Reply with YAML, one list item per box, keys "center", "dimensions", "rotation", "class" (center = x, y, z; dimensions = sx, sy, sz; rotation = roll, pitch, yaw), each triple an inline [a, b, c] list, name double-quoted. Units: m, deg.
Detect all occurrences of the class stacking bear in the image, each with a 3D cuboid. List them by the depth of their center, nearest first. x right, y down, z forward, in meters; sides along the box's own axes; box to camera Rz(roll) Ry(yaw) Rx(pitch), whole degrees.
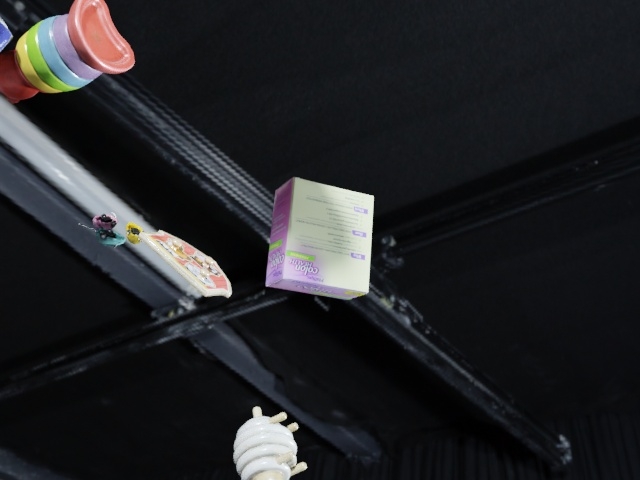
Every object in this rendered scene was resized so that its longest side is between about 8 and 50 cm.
- center: [-0.587, -0.393, 1.452]
  dimensions: [0.289, 0.164, 0.175]
  rotation: [-16, -62, 20]
  class: "stacking bear"

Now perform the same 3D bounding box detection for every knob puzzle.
- center: [-0.238, 0.037, 1.284]
  dimensions: [0.213, 0.213, 0.030]
  rotation: [35, -83, -25]
  class: "knob puzzle"

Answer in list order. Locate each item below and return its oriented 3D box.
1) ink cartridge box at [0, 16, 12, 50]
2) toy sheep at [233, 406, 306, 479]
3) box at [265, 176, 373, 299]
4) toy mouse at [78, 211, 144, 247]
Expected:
- center: [-0.763, -0.402, 1.414]
  dimensions: [0.223, 0.224, 0.045]
  rotation: [-46, -43, -1]
  class: "ink cartridge box"
- center: [-0.071, 0.272, 0.868]
  dimensions: [0.091, 0.132, 0.091]
  rotation: [-6, -52, -8]
  class: "toy sheep"
- center: [0.000, 0.000, 1.573]
  dimensions: [0.214, 0.242, 0.117]
  rotation: [11, -18, -23]
  class: "box"
- center: [-0.461, -0.019, 1.462]
  dimensions: [0.143, 0.161, 0.031]
  rotation: [2, -61, -41]
  class: "toy mouse"
